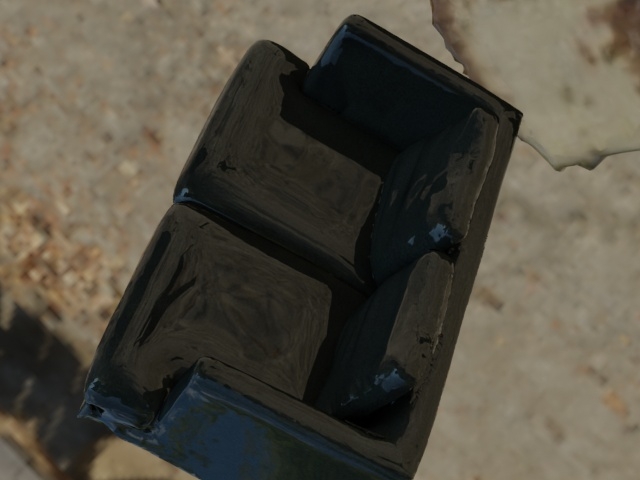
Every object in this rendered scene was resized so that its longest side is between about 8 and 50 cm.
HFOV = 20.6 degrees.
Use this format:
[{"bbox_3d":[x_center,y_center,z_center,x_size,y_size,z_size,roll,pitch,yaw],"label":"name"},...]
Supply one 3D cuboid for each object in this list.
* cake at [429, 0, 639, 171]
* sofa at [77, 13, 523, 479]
[{"bbox_3d":[0.192,-0.210,0.762,0.290,0.282,0.256,-16,106,37],"label":"cake"},{"bbox_3d":[0.000,0.000,0.487,0.085,0.147,0.060,29,138,-7],"label":"sofa"}]
